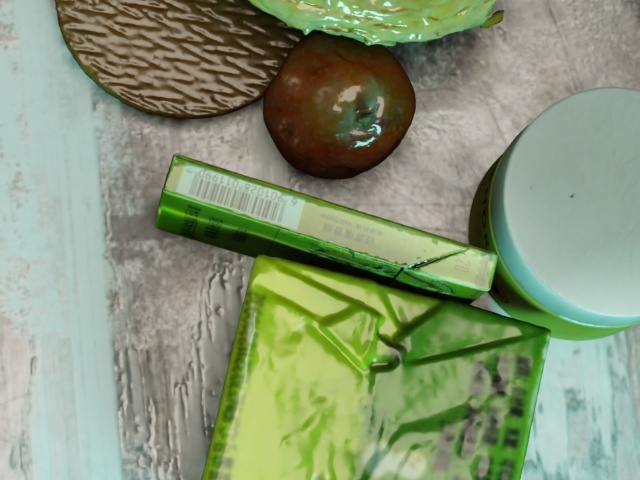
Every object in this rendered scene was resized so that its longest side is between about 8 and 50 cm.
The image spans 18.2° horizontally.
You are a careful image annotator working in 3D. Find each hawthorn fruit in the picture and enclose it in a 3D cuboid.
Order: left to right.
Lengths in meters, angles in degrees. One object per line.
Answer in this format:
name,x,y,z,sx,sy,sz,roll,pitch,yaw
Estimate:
hawthorn fruit,0.025,-0.115,1.912,0.149,0.149,0.189,-16,41,-9

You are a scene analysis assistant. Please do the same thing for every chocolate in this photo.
chocolate,0.039,0.195,1.872,0.288,0.137,0.301,14,77,-4

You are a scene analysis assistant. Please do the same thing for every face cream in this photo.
face cream,0.262,-0.021,1.912,0.218,0.179,0.218,1,80,-7

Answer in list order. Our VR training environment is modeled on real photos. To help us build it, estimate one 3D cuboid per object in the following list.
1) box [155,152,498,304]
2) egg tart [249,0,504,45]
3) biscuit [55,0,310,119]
box,0.000,0.000,1.881,0.311,0.173,0.043,17,78,-4
egg tart,0.028,-0.339,1.927,0.387,0.169,0.388,6,68,-16
biscuit,-0.135,-0.243,1.977,0.262,0.037,0.262,1,80,-6
